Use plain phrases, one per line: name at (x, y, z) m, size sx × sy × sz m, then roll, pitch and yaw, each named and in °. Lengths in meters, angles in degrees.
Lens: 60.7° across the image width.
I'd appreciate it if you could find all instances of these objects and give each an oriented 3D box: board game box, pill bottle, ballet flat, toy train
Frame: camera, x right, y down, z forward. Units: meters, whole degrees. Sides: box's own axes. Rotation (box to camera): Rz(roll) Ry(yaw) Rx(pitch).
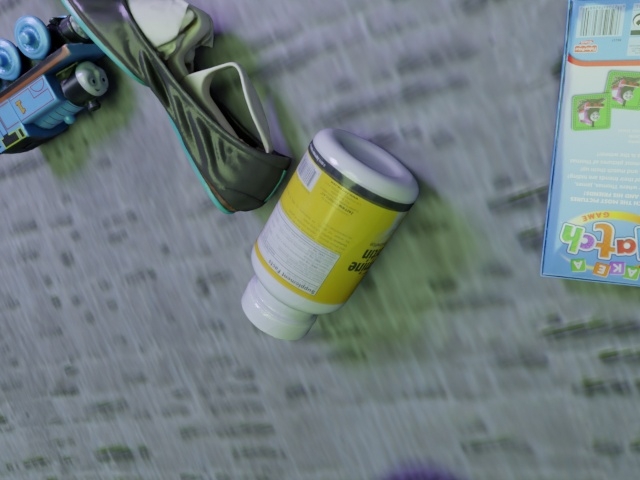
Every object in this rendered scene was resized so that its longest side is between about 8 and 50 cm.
board game box at (0.258, -0.068, 0.405) m, size 0.160 × 0.039 × 0.212 m, roll 6°, pitch 106°, yaw 22°
pill bottle at (0.000, 0.000, 0.496) m, size 0.103 × 0.103 × 0.184 m, roll 37°, pitch 115°, yaw 10°
ballet flat at (-0.125, -0.158, 0.521) m, size 0.096 × 0.095 × 0.280 m, roll -34°, pitch 99°, yaw 17°
toy train at (-0.308, -0.170, 0.599) m, size 0.184 × 0.080 × 0.105 m, roll -21°, pitch 104°, yaw 24°
